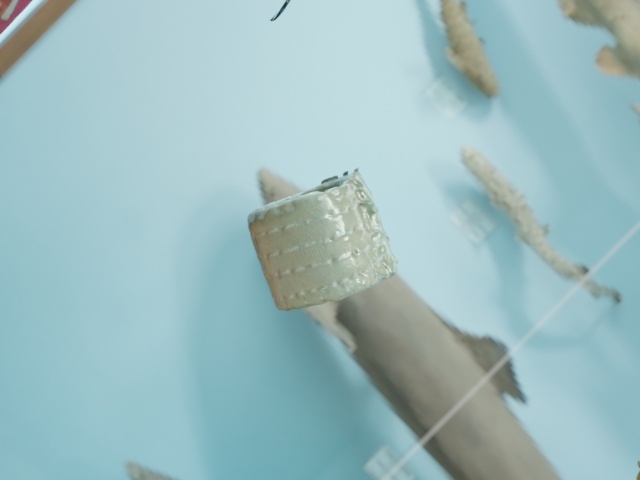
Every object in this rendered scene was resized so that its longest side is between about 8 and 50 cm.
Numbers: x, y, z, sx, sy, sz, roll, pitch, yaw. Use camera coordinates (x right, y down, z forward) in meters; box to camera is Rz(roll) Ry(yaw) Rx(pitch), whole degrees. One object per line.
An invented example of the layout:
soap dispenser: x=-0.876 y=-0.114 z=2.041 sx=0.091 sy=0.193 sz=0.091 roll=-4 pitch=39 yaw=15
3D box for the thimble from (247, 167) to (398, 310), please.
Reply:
thimble: x=0.000 y=0.000 z=1.082 sx=0.115 sy=0.102 sz=0.090 roll=-15 pitch=-86 yaw=50

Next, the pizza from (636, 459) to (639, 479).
pizza: x=0.310 y=0.156 z=0.871 sx=0.188 sy=0.062 sz=0.199 roll=37 pitch=42 yaw=17

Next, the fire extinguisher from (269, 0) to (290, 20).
fire extinguisher: x=-0.104 y=-0.280 z=0.738 sx=0.337 sy=0.135 sz=0.114 roll=43 pitch=3 yaw=-15

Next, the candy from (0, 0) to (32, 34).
candy: x=-0.244 y=-0.290 z=1.096 sx=0.100 sy=0.306 sz=0.157 roll=42 pitch=-2 yaw=21
